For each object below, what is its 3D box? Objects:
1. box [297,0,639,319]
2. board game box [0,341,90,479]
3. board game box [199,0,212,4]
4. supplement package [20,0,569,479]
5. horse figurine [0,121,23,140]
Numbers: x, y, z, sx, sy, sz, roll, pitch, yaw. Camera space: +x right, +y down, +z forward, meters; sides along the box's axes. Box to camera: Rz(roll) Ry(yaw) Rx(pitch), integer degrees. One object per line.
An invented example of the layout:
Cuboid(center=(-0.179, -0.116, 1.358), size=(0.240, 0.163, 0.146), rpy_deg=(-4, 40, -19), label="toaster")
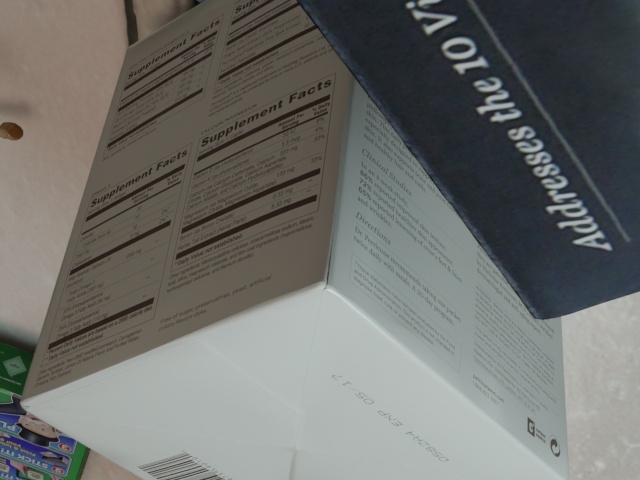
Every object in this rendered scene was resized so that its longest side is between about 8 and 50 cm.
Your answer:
Cuboid(center=(0.164, -0.283, 0.310), size=(0.471, 0.297, 0.480), rpy_deg=(-22, 124, 29), label="box")
Cuboid(center=(-0.360, 0.141, 1.023), size=(0.317, 0.046, 0.213), rpy_deg=(21, 141, -6), label="board game box")
Cuboid(center=(-0.064, -0.211, 0.631), size=(0.103, 0.026, 0.154), rpy_deg=(29, 134, -13), label="board game box")
Cuboid(center=(0.000, 0.000, 0.632), size=(0.198, 0.263, 0.199), rpy_deg=(-23, 133, 32), label="supplement package")
Cuboid(center=(-0.308, -0.137, 0.734), size=(0.174, 0.066, 0.263), rpy_deg=(9, 143, 20), label="horse figurine")
